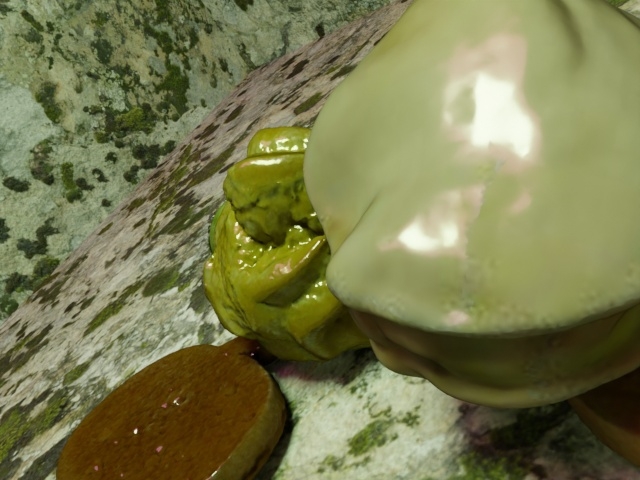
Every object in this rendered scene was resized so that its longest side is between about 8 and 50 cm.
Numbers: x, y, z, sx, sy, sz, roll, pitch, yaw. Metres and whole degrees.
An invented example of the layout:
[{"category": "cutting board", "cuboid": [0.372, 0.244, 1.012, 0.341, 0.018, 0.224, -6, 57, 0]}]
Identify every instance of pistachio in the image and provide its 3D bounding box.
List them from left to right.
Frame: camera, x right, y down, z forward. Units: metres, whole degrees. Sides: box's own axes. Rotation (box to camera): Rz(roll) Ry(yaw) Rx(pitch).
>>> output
[{"category": "pistachio", "cuboid": [0.160, -0.068, 0.568, 0.365, 0.281, 0.445, -2, 48, 26]}]

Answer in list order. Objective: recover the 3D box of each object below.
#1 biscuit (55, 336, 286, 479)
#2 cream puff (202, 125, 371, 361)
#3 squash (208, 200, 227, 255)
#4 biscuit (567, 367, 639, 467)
[{"category": "biscuit", "cuboid": [-0.193, 0.258, 0.862, 0.350, 0.070, 0.394, -38, 21, -21]}, {"category": "cream puff", "cuboid": [-0.007, 0.005, 0.794, 0.323, 0.270, 0.274, -7, 58, 5]}, {"category": "squash", "cuboid": [-0.044, 0.002, 0.979, 0.189, 0.189, 0.260, -47, 24, -20]}, {"category": "biscuit", "cuboid": [0.369, 0.024, 0.554, 0.385, 0.062, 0.365, -37, 27, 4]}]
